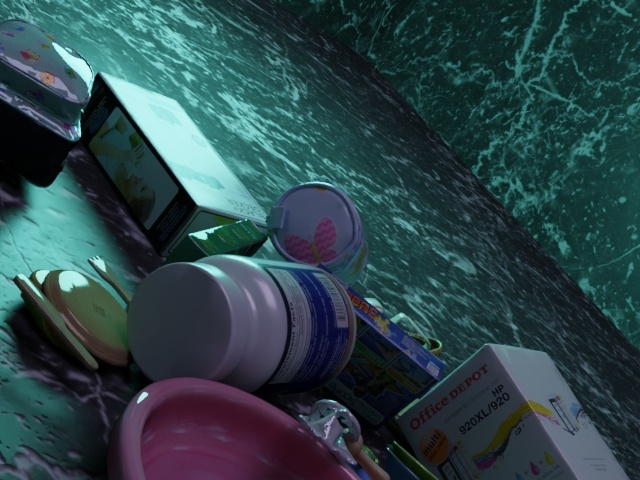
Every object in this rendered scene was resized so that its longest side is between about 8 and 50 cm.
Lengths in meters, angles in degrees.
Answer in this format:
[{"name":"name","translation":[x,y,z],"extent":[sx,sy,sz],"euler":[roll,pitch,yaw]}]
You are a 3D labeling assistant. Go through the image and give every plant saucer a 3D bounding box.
[{"name":"plant saucer","translation":[-0.052,0.263,0.908],"extent":[0.332,0.084,0.332],"euler":[36,17,-13]}]

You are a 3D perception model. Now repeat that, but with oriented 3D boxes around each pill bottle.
[{"name":"pill bottle","translation":[-0.080,0.093,1.137],"extent":[0.153,0.153,0.264],"euler":[48,16,22]}]

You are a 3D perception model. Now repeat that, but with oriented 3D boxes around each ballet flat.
[{"name":"ballet flat","translation":[0.085,0.125,1.562],"extent":[0.232,0.073,0.080],"euler":[32,16,-27]}]

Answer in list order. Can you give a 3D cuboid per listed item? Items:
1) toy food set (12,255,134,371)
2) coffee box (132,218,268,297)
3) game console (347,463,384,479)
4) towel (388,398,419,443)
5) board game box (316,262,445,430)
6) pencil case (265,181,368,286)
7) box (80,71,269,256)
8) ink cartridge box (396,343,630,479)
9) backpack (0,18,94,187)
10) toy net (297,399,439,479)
[{"name":"toy food set","translation":[-0.237,0.079,1.063],"extent":[0.132,0.038,0.192],"euler":[50,12,4]},{"name":"coffee box","translation":[-0.139,0.033,1.247],"extent":[0.040,0.113,0.184],"euler":[46,16,7]},{"name":"game console","translation":[0.050,0.257,1.149],"extent":[0.122,0.071,0.107],"euler":[34,33,-23]},{"name":"towel","translation":[0.093,0.212,1.443],"extent":[0.148,0.027,0.110],"euler":[45,17,14]},{"name":"board game box","translation":[0.036,0.136,1.320],"extent":[0.201,0.136,0.035],"euler":[40,39,-6]},{"name":"pencil case","translation":[0.000,0.000,1.425],"extent":[0.124,0.114,0.273],"euler":[25,-7,7]},{"name":"box","translation":[-0.207,-0.094,1.456],"extent":[0.169,0.087,0.290],"euler":[17,29,-53]},{"name":"ink cartridge box","translation":[0.245,0.273,1.324],"extent":[0.168,0.171,0.233],"euler":[16,37,-52]},{"name":"backpack","translation":[-0.354,-0.175,1.255],"extent":[0.165,0.144,0.188],"euler":[28,17,-20]},{"name":"toy net","translation":[0.039,0.200,1.075],"extent":[0.122,0.045,0.232],"euler":[40,-3,40]}]
